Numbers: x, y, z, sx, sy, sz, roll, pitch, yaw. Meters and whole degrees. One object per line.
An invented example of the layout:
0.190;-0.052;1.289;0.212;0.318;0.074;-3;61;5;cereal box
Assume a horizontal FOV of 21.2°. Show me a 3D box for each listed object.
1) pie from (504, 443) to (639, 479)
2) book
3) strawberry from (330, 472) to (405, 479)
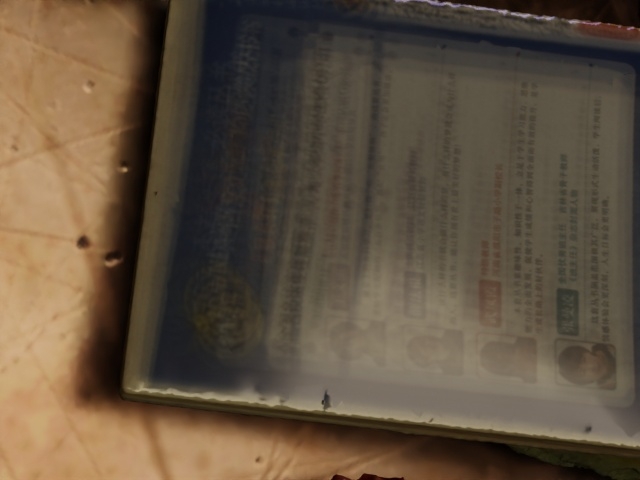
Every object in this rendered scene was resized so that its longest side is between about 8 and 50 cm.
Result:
0.168;0.026;0.924;0.248;0.090;0.201;18;75;-20;pie
0.073;-0.013;0.854;0.322;0.018;0.228;8;72;-6;book
0.089;0.244;0.837;0.306;0.138;0.233;15;75;-17;strawberry
